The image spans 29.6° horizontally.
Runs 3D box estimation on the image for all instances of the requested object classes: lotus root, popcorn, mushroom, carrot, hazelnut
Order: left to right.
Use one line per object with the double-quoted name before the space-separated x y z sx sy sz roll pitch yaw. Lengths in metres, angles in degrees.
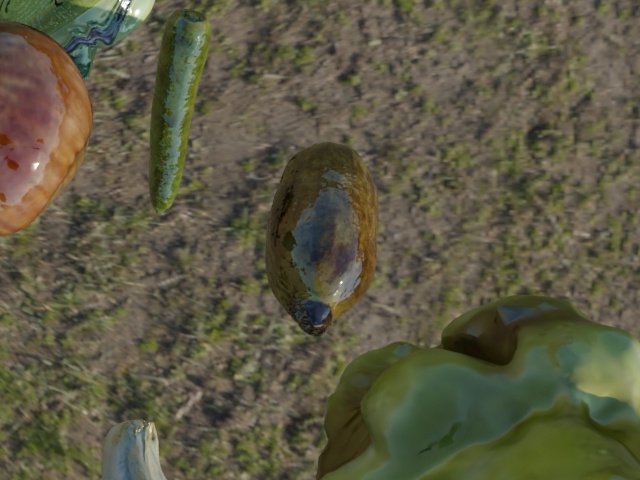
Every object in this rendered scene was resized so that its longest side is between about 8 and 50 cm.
"hazelnut" -0.320 -0.112 1.154 0.214 0.176 0.214 -40 139 -46
"mushroom" -0.203 0.410 1.649 0.123 0.095 0.351 -25 87 -38
"carrot" -0.233 -0.194 1.901 0.074 0.074 0.358 -3 126 -25
"lotus root" 0.000 0.000 1.347 0.129 0.260 0.145 -2 138 7
"popcorn" 0.094 0.155 0.546 0.195 0.256 0.254 -28 83 6

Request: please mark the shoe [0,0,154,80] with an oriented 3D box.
"shoe" -0.307 -0.271 1.450 0.128 0.262 0.140 40 42 -30
